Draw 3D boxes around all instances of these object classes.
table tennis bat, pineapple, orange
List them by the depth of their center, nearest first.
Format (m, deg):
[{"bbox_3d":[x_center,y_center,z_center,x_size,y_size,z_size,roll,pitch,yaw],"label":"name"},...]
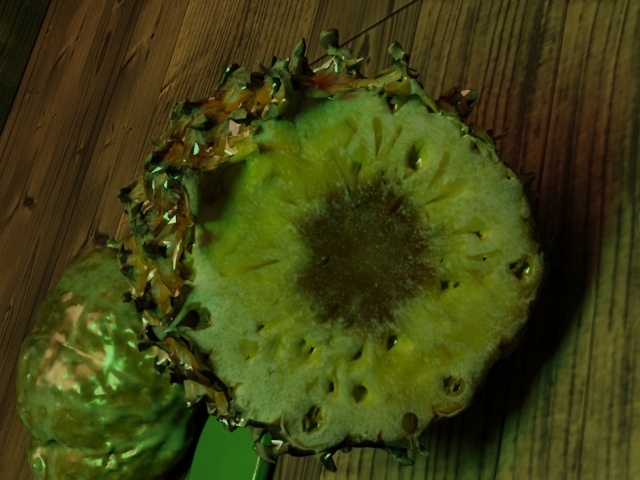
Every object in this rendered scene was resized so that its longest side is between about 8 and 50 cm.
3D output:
[{"bbox_3d":[-0.003,0.000,0.991,0.352,0.352,0.300,-62,20,3],"label":"pineapple"},{"bbox_3d":[-0.091,0.198,1.286,0.160,0.039,0.257,-21,54,53],"label":"table tennis bat"},{"bbox_3d":[-0.243,0.145,1.413,0.271,0.210,0.369,17,80,51],"label":"orange"}]

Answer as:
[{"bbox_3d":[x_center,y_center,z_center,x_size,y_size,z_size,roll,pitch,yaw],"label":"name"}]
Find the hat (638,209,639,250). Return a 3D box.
[{"bbox_3d":[0.279,-0.015,0.638,0.232,0.161,0.275,-12,64,22],"label":"hat"}]
